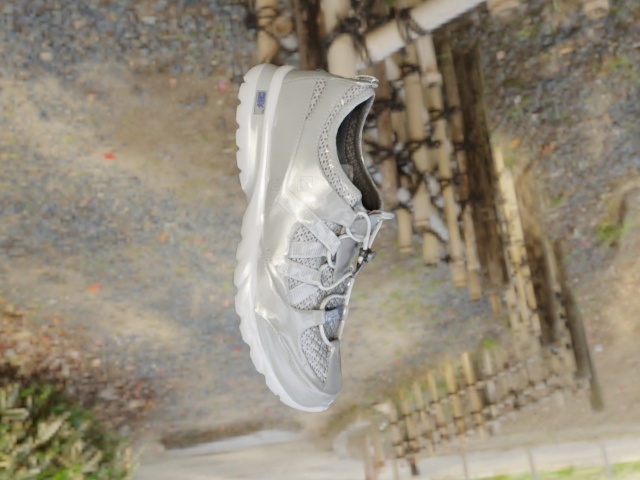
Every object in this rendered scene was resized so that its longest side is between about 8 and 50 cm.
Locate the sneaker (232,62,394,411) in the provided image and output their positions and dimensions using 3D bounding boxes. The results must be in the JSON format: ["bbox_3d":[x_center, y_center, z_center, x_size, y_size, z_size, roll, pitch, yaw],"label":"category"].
[{"bbox_3d":[0.000,0.000,0.765,0.115,0.281,0.105,-1,-171,20],"label":"sneaker"}]
